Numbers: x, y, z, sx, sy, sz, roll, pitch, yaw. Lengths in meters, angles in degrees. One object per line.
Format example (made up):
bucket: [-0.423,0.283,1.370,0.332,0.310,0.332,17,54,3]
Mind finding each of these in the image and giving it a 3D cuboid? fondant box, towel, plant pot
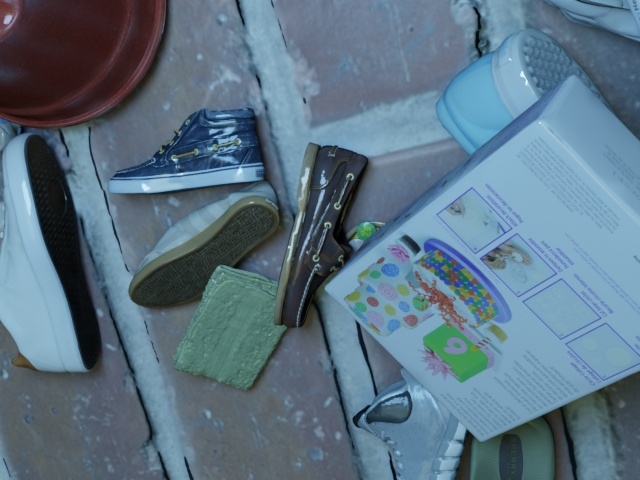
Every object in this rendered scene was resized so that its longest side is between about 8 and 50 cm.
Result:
fondant box: [0.191,0.035,0.886,0.238,0.096,0.330,44,136,-5]
towel: [-0.097,0.101,1.074,0.110,0.027,0.148,20,110,-19]
plant pot: [-0.316,-0.243,0.885,0.272,0.265,0.272,1,96,7]

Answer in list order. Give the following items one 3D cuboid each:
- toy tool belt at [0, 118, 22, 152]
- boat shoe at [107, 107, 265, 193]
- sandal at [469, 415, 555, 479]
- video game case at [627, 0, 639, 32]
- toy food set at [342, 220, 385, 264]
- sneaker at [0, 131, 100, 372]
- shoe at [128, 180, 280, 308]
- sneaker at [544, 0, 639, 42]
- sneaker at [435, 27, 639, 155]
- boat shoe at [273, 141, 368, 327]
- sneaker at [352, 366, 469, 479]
toy tool belt: [-0.363,-0.140,1.068,0.052,0.051,0.083,-10,91,30]
boat shoe: [-0.151,-0.097,1.031,0.183,0.065,0.083,-6,91,14]
sandal: [0.218,0.334,1.063,0.120,0.086,0.303,-6,104,13]
video game case: [0.386,-0.213,0.854,0.212,0.023,0.193,-29,100,-15]
toy food set: [0.059,0.019,1.039,0.082,0.020,0.083,29,109,2]
sneaker: [-0.346,0.023,1.074,0.123,0.106,0.290,-4,106,10]
shoe: [-0.132,0.006,1.060,0.219,0.058,0.076,-34,130,22]
sneaker: [0.311,-0.227,0.891,0.235,0.095,0.090,20,83,-15]
sneaker: [0.255,-0.038,0.949,0.150,0.135,0.366,-24,106,46]
boat shoe: [0.000,0.000,1.009,0.073,0.073,0.207,14,100,3]
sneaker: [0.094,0.248,1.073,0.132,0.086,0.229,16,98,11]
